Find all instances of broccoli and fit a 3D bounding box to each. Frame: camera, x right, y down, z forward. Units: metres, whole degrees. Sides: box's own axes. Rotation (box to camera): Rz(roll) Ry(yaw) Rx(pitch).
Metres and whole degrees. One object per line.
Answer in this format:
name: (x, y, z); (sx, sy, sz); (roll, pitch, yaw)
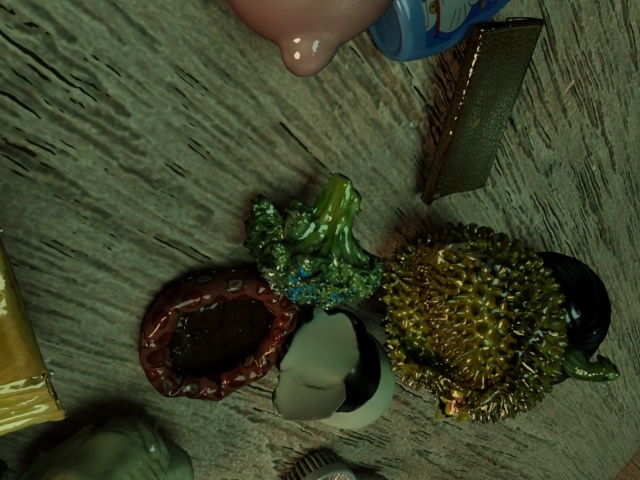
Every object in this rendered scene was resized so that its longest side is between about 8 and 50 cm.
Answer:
broccoli: (0.000, 0.000, 0.600); (0.160, 0.167, 0.154); (-58, 153, 7)

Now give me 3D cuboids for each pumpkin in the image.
pumpkin: (0.385, 0.153, 0.853); (0.248, 0.248, 0.248); (-14, 121, -25)

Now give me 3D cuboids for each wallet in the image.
wallet: (0.209, -0.167, 0.677); (0.133, 0.039, 0.243); (-20, 137, -31)

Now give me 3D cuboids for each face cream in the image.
face cream: (0.171, -0.312, 0.576); (0.264, 0.083, 0.149); (-37, 139, -11)

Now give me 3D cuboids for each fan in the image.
fan: (0.037, 0.442, 0.897); (0.244, 0.074, 0.130); (24, 100, -39)

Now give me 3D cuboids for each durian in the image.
durian: (0.217, 0.115, 0.711); (0.258, 0.258, 0.292); (-13, 78, -26)

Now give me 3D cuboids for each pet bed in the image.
pet bed: (-0.128, 0.120, 0.637); (0.201, 0.053, 0.201); (-12, 123, -19)

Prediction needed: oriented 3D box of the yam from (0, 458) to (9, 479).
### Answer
yam: (-0.422, 0.296, 0.463); (0.195, 0.195, 0.300); (17, 106, -37)

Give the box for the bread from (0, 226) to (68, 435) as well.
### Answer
bread: (-0.317, 0.044, 0.384); (0.156, 0.204, 0.288); (-20, 129, -30)

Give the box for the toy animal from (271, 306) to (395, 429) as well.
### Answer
toy animal: (0.022, 0.195, 0.722); (0.166, 0.138, 0.179); (-49, 138, -9)

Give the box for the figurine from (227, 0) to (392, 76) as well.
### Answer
figurine: (-0.010, -0.252, 0.443); (0.173, 0.173, 0.173); (-14, 121, -25)

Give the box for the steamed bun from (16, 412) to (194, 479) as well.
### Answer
steamed bun: (-0.272, 0.307, 0.595); (0.218, 0.144, 0.211); (-51, 146, -39)
